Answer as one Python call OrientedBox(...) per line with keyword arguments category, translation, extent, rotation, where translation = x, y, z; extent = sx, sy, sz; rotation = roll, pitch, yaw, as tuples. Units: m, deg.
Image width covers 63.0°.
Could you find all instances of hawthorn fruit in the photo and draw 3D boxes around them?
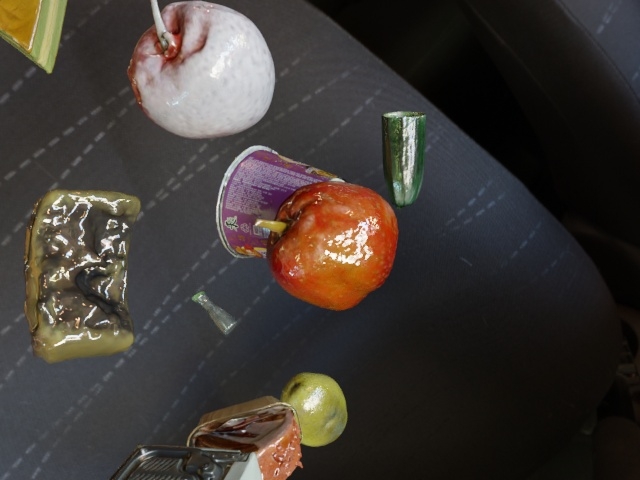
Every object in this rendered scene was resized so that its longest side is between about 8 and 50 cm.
OrientedBox(category="hawthorn fruit", translation=(0.000, 0.000, 1.136), extent=(0.287, 0.330, 0.287), rotation=(-28, 55, 48))

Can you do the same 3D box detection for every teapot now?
OrientedBox(category="teapot", translation=(-0.233, 0.155, 1.146), extent=(0.111, 0.043, 0.043), rotation=(43, 80, 10))

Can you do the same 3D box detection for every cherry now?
OrientedBox(category="cherry", translation=(-0.247, -0.380, 1.186), extent=(0.326, 0.335, 0.291), rotation=(-32, 65, 48))

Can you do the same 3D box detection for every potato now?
OrientedBox(category="potato", translation=(-0.017, 0.425, 1.323), extent=(0.143, 0.248, 0.169), rotation=(23, 59, 39))

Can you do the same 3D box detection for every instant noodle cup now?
OrientedBox(category="instant noodle cup", translation=(-0.079, -0.082, 1.448), extent=(0.266, 0.340, 0.339), rotation=(14, 60, 27))

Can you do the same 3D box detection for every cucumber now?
OrientedBox(category="cucumber", translation=(0.090, -0.086, 0.560), extent=(0.048, 0.105, 0.048), rotation=(-3, 9, 0))

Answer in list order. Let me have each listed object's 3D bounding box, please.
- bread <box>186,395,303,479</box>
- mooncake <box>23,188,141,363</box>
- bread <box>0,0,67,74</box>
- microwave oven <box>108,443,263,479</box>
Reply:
OrientedBox(category="bread", translation=(-0.143, 0.392, 1.018), extent=(0.224, 0.142, 0.212), rotation=(-13, 11, -14))
OrientedBox(category="mooncake", translation=(-0.570, 0.087, 1.251), extent=(0.394, 0.246, 0.393), rotation=(52, 129, 47))
OrientedBox(category="bread", translation=(-0.353, -0.305, 0.682), extent=(0.139, 0.084, 0.074), rotation=(-53, 0, -10))
OrientedBox(category="microwave oven", translation=(-0.147, 0.290, 0.446), extent=(0.162, 0.122, 0.208), rotation=(-4, 19, 18))
